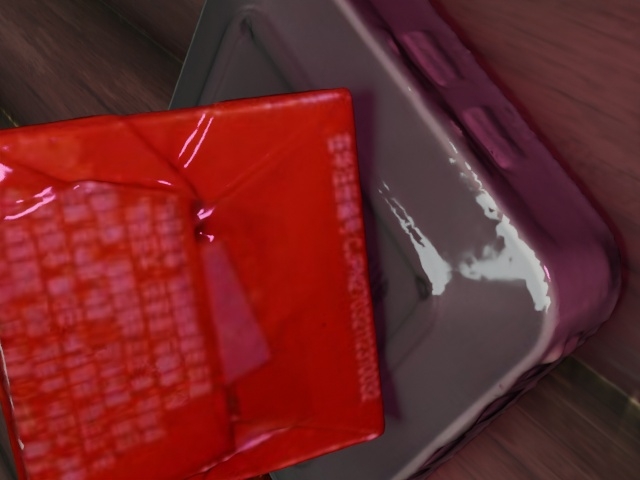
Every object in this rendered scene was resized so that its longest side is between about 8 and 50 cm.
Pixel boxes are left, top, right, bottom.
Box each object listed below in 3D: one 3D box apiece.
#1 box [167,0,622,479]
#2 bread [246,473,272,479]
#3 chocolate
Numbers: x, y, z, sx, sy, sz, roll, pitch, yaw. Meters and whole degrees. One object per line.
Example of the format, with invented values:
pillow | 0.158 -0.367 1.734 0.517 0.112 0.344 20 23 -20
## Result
box | 0.000 0.000 0.679 0.397 0.111 0.396 57 141 24
bread | -0.109 0.199 0.842 0.139 0.077 0.271 55 168 21
chocolate | -0.088 0.034 0.532 0.108 0.234 0.238 17 117 63
